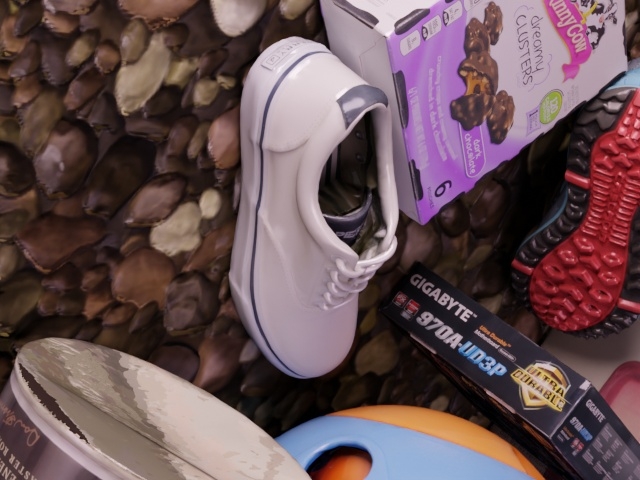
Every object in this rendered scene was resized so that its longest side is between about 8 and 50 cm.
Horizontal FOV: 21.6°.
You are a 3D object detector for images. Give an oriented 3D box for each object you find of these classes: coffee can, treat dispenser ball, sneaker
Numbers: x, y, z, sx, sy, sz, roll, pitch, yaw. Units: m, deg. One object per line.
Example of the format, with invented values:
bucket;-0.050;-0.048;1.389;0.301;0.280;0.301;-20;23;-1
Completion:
coffee can;-0.150;0.225;0.990;0.201;0.201;0.275;18;105;-51
treat dispenser ball;0.047;0.256;1.147;0.288;0.288;0.288;-27;135;-30
sneaker;0.000;0.000;1.055;0.094;0.091;0.258;-30;137;-27
sneaker;0.228;-0.033;1.251;0.125;0.104;0.261;-52;166;-42

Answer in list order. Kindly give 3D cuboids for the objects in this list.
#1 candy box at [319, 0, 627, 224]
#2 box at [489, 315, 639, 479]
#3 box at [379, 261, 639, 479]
candy box;0.105;-0.133;1.075;0.196;0.070;0.164;-36;140;-20
box;0.251;0.151;1.404;0.149;0.127;0.232;17;106;-50
box;0.156;0.120;1.243;0.051;0.175;0.220;-50;142;-4
